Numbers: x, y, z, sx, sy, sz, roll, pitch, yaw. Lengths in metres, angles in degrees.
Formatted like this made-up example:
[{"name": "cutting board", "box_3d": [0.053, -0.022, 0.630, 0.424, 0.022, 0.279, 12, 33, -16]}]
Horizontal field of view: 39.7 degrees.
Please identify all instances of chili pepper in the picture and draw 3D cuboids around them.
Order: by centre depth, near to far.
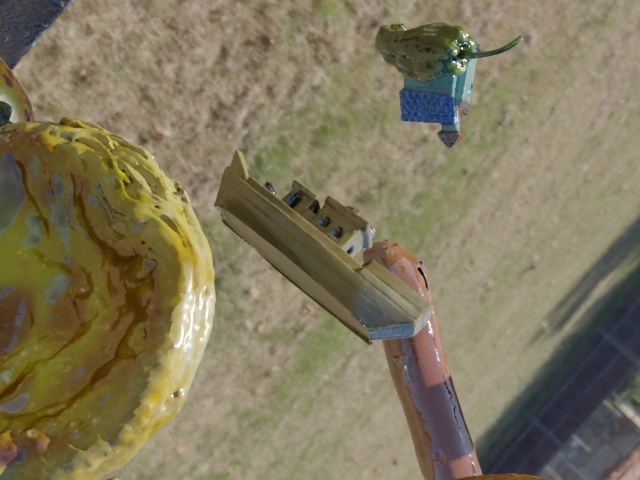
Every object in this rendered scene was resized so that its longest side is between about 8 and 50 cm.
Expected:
[{"name": "chili pepper", "box_3d": [0.134, -0.228, 1.059, 0.072, 0.204, 0.073, 25, 88, -35]}]

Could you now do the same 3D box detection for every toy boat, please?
[{"name": "toy boat", "box_3d": [0.000, 0.000, 0.683, 0.072, 0.206, 0.064, -44, 158, -16]}]

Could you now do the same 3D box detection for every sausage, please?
[{"name": "sausage", "box_3d": [0.152, 0.200, 1.305, 0.094, 0.419, 0.094, -16, -178, 6]}]

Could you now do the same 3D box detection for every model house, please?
[{"name": "model house", "box_3d": [0.160, -0.200, 1.236, 0.148, 0.119, 0.149, 8, 85, -75]}]

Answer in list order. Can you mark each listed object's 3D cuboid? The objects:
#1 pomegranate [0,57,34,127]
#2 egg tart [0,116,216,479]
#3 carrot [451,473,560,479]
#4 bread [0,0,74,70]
[{"name": "pomegranate", "box_3d": [-0.414, -0.131, 0.977, 0.198, 0.198, 0.246, -40, -175, -16]}, {"name": "egg tart", "box_3d": [-0.205, 0.054, 0.646, 0.295, 0.295, 0.116, -43, 159, -10]}, {"name": "carrot", "box_3d": [0.117, 0.282, 0.563, 0.307, 0.258, 0.100, -22, 136, 8]}, {"name": "bread", "box_3d": [-0.380, -0.401, 1.211, 0.416, 0.165, 0.113, -36, 150, 32]}]
